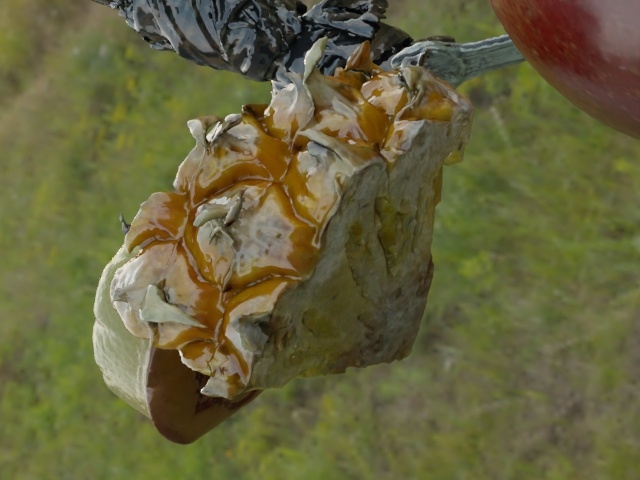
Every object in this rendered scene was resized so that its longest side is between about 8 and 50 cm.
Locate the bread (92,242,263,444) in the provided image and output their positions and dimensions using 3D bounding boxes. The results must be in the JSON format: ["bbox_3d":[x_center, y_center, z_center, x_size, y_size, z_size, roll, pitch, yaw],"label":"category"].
[{"bbox_3d":[-0.078,0.060,1.018,0.086,0.156,0.125,27,81,30],"label":"bread"}]

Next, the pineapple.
[{"bbox_3d":[0.000,0.000,0.908,0.114,0.236,0.186,36,155,35],"label":"pineapple"}]

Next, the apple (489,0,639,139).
[{"bbox_3d":[0.240,-0.181,0.806,0.348,0.348,0.277,-106,6,-59],"label":"apple"}]

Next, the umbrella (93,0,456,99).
[{"bbox_3d":[-0.046,-0.183,1.430,0.154,0.337,0.128,78,-148,-79],"label":"umbrella"}]

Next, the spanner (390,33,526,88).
[{"bbox_3d":[0.191,-0.145,1.122,0.071,0.302,0.017,49,-149,-60],"label":"spanner"}]
